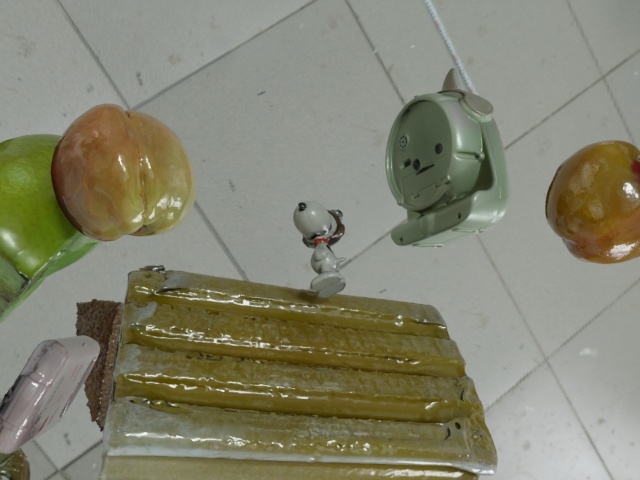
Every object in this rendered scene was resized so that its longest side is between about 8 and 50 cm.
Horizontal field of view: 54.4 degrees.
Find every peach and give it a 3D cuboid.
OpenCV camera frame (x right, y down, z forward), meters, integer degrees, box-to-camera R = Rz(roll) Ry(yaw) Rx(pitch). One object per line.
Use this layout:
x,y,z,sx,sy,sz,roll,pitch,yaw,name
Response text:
-0.255,-0.087,0.809,0.184,0.184,0.184,-1,94,-18,peach
0.323,-0.039,0.705,0.138,0.138,0.138,-1,94,-18,peach

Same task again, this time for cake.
-0.429,0.251,1.291,0.112,0.116,0.295,-23,60,14,cake

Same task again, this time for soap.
-0.018,0.113,0.479,0.274,0.173,0.089,9,123,-16,soap

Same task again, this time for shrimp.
-0.453,0.343,0.865,0.041,0.180,0.099,-48,133,12,shrimp

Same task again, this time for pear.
-0.462,-0.053,0.988,0.238,0.342,0.318,46,51,-13,pear

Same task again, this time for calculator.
-0.252,0.137,0.579,0.032,0.175,0.100,29,81,-3,calculator

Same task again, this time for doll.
0.003,0.005,0.507,0.040,0.058,0.085,-26,68,14,doll

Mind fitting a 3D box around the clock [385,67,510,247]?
0.224,-0.157,1.198,0.108,0.265,0.324,1,75,-27,clock
